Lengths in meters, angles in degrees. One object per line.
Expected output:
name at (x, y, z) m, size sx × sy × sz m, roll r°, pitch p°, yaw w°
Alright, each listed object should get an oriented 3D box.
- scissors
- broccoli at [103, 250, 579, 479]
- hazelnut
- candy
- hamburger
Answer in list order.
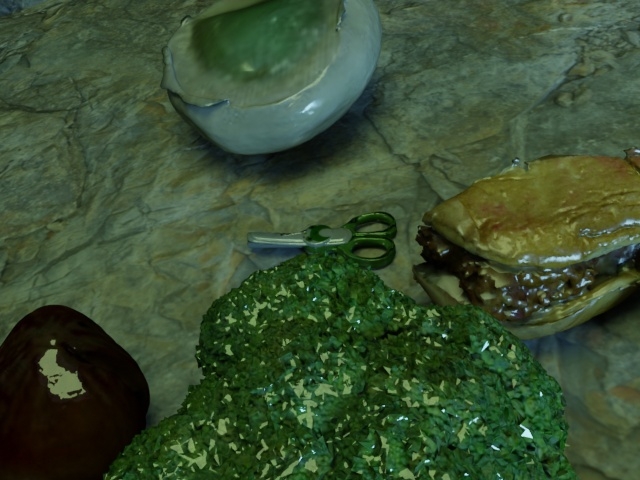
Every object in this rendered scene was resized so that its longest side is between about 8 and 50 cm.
scissors at (0.000, 0.000, 0.959) m, size 0.204 × 0.027 × 0.101 m, roll -2°, pitch 38°, yaw 9°
broccoli at (0.030, 0.205, 0.508) m, size 0.321 × 0.310 × 0.414 m, roll -8°, pitch 74°, yaw 14°
hazelnut at (-0.270, 0.159, 0.733) m, size 0.177 × 0.178 × 0.204 m, roll -13°, pitch 40°, yaw -1°
candy at (-0.079, -0.292, 1.200) m, size 0.386 × 0.186 × 0.427 m, roll -15°, pitch 41°, yaw 10°
hamburger at (0.254, 0.007, 0.788) m, size 0.282 × 0.155 × 0.245 m, roll 13°, pitch 48°, yaw 24°
